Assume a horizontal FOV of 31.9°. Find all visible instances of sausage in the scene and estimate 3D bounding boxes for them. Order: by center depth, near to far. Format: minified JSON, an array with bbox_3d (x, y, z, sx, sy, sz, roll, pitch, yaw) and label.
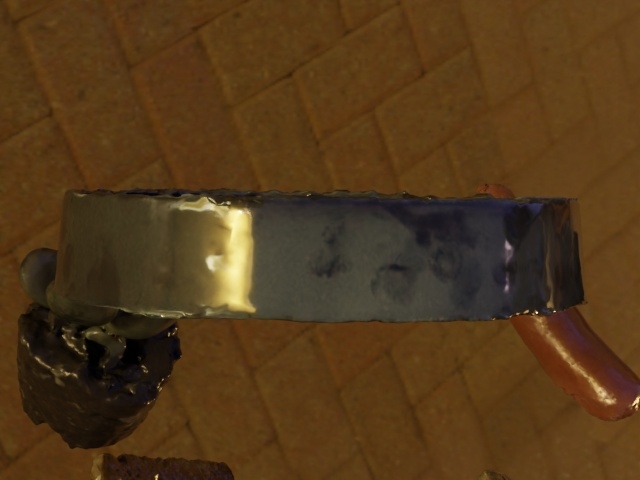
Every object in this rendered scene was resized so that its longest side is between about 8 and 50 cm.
[{"bbox_3d":[0.254,0.070,1.280,0.087,0.326,0.079,-30,152,1],"label":"sausage"}]

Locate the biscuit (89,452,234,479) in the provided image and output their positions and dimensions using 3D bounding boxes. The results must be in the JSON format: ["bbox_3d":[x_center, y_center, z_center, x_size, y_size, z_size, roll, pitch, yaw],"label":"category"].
[{"bbox_3d":[-0.081,0.254,0.729,0.131,0.026,0.237,15,50,-49],"label":"biscuit"}]

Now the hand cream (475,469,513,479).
[{"bbox_3d":[0.105,0.290,0.953,0.203,0.084,0.084,-46,126,5],"label":"hand cream"}]

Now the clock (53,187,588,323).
[{"bbox_3d":[-0.001,0.001,0.659,0.313,0.312,0.061,-2,94,-39],"label":"clock"}]

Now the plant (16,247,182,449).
[{"bbox_3d":[-0.191,0.064,0.988,0.149,0.274,0.146,21,51,-2],"label":"plant"}]
